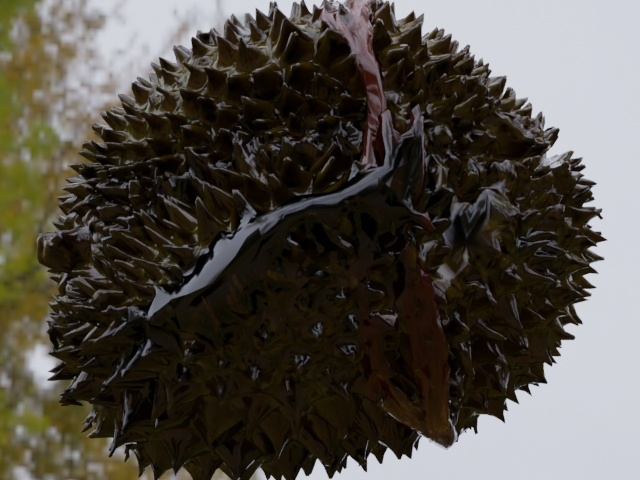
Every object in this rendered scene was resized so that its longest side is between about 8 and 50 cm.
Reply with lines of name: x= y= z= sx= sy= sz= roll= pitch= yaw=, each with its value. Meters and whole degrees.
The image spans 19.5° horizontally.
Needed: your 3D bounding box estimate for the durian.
durian: x=0.000 y=0.004 z=1.266 sx=0.384 sy=0.348 sz=0.348 roll=1 pitch=-40 yaw=-10
